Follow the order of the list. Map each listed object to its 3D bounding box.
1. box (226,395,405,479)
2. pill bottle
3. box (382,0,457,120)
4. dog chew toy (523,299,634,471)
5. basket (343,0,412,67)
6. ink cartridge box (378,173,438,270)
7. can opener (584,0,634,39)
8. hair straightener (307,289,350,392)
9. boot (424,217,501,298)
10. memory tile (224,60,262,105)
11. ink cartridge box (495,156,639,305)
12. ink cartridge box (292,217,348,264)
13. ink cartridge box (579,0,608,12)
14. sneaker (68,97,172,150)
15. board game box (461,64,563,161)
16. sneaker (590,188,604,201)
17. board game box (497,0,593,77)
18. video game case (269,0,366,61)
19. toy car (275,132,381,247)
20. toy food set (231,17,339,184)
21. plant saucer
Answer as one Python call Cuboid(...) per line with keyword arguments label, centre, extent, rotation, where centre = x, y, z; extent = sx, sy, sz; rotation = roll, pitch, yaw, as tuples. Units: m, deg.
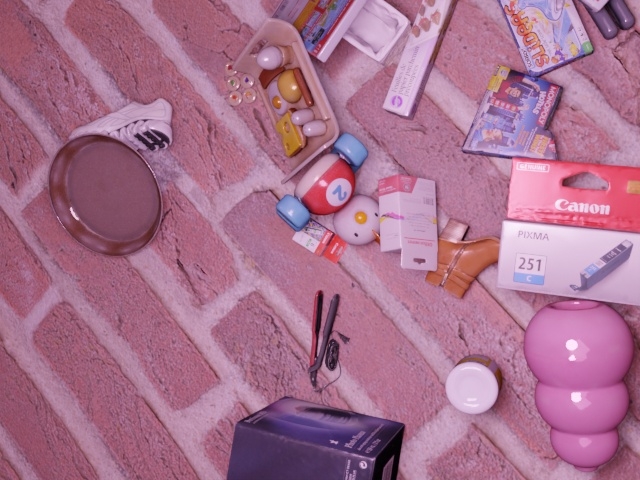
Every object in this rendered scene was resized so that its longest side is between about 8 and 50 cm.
Cuboid(label="box", centre=(-0.004, 0.461, 1.592), extent=(0.294, 0.296, 0.182), rotation=(9, 92, 17))
Cuboid(label="pill bottle", centre=(0.317, 0.288, 1.556), extent=(0.103, 0.184, 0.103), rotation=(0, 89, 17))
Cuboid(label="box", centre=(0.225, -0.426, 1.663), extent=(0.063, 0.067, 0.324), rotation=(22, 94, 16))
Cuboid(label="dog chew toy", centre=(0.512, 0.288, 1.498), extent=(0.207, 0.206, 0.331), rotation=(-5, 96, 17))
Cuboid(label="basket", centre=(0.110, -0.470, 1.679), extent=(0.167, 0.103, 0.113), rotation=(40, 100, 15))
Cuboid(label="ink cartridge box", centre=(0.187, -0.032, 1.622), extent=(0.067, 0.115, 0.198), rotation=(-13, 75, 51))
Cuboid(label="can opener", centre=(0.545, -0.544, 1.560), extent=(0.074, 0.093, 0.280), rotation=(-29, 85, 14))
Cuboid(label="hair straightener", centre=(0.019, 0.231, 1.720), extent=(0.089, 0.047, 0.230), rotation=(9, 91, 17))
Cuboid(label="boot", centre=(0.328, 0.056, 1.620), extent=(0.197, 0.073, 0.152), rotation=(25, 95, 28))
Cuboid(label="memory tile", centre=(-0.156, -0.382, 1.806), extent=(0.148, 0.012, 0.113), rotation=(-8, 87, 16))
Cuboid(label="ink cartridge box", centre=(0.505, -0.021, 1.483), extent=(0.296, 0.066, 0.261), rotation=(6, 98, 16))
Cuboid(label="ink cartridge box", centre=(0.000, 0.000, 1.740), extent=(0.115, 0.029, 0.062), rotation=(32, 98, 16))
Cuboid(label="ink cartridge box", centre=(0.548, -0.563, 1.498), extent=(0.145, 0.045, 0.179), rotation=(39, 105, 0))
Cuboid(label="sneaker", centre=(-0.483, -0.275, 1.868), extent=(0.292, 0.110, 0.118), rotation=(-5, 64, 22))
Cuboid(label="board game box", centre=(0.424, -0.242, 1.601), extent=(0.194, 0.060, 0.194), rotation=(24, 96, 15))
Cuboid(label="sneaker", centre=(0.542, 0.000, 1.548), extent=(0.084, 0.083, 0.214), rotation=(6, 92, 16))
Cuboid(label="board game box", centre=(0.469, -0.457, 1.604), extent=(0.136, 0.035, 0.201), rotation=(-23, 82, 15))
Cuboid(label="video game case", centre=(-0.003, -0.518, 1.670), extent=(0.204, 0.025, 0.285), rotation=(-54, 38, 9))
Cuboid(label="toy car", centre=(0.062, -0.067, 1.643), extent=(0.238, 0.210, 0.219), rotation=(42, 86, 0))
Cuboid(label="toy food set", centre=(-0.089, -0.297, 1.665), extent=(0.220, 0.092, 0.306), rotation=(-34, 76, 57))
Cuboid(label="plant saucer", centre=(-0.514, -0.112, 1.849), extent=(0.311, 0.050, 0.310), rotation=(6, 112, 15))
